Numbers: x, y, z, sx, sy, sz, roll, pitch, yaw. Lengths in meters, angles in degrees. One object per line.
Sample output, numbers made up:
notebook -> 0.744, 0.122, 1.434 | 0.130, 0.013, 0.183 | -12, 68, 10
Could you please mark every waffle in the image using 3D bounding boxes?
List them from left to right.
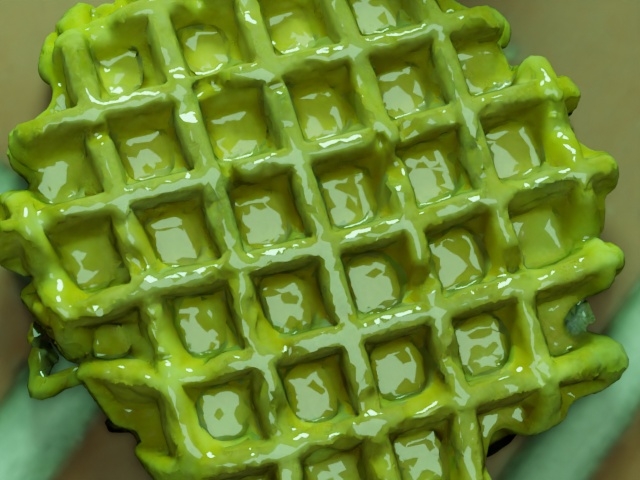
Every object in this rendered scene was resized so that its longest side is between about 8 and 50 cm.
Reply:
waffle -> -0.009, -0.007, 0.849 | 0.329, 0.062, 0.329 | 1, 82, -6
